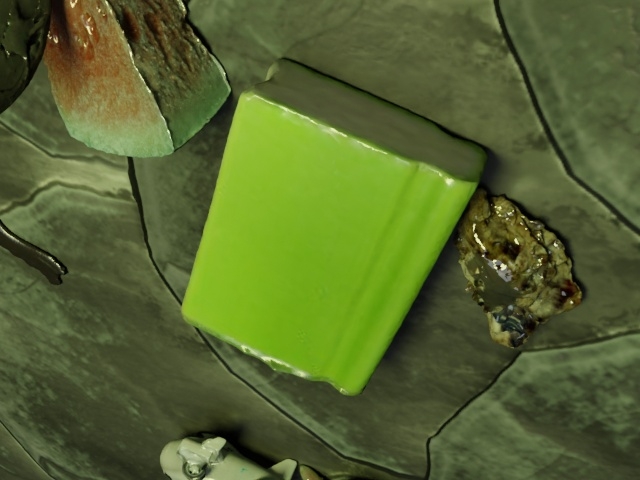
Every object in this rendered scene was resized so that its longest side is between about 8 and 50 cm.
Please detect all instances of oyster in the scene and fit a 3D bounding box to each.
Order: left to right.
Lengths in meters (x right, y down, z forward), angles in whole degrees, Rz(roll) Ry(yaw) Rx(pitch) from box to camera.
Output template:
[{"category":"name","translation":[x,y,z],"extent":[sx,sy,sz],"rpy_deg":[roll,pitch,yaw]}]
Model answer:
[{"category":"oyster","translation":[0.163,0.024,0.675],"extent":[0.103,0.051,0.148],"rpy_deg":[-32,96,29]}]

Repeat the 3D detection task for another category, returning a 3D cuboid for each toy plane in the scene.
[{"category":"toy plane","translation":[-0.120,0.289,0.963],"extent":[0.174,0.080,0.174],"rpy_deg":[16,146,11]}]

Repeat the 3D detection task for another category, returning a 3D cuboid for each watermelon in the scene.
[{"category":"watermelon","translation":[-0.189,-0.198,0.661],"extent":[0.154,0.094,0.241],"rpy_deg":[3,123,33]}]

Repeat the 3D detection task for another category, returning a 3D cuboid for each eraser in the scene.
[{"category":"eraser","translation":[0.000,0.000,0.704],"extent":[0.210,0.092,0.274],"rpy_deg":[24,127,5]}]

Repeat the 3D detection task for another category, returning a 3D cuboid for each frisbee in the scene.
[{"category":"frisbee","translation":[-0.381,-0.009,0.910],"extent":[0.187,0.012,0.211],"rpy_deg":[32,128,-1]}]

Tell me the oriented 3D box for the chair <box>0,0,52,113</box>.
[{"category":"chair","translation":[-0.440,-0.201,0.628],"extent":[0.401,0.226,0.226],"rpy_deg":[7,126,32]}]

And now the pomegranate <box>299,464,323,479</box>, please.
[{"category":"pomegranate","translation":[0.024,0.334,0.924],"extent":[0.161,0.122,0.122],"rpy_deg":[42,142,43]}]
